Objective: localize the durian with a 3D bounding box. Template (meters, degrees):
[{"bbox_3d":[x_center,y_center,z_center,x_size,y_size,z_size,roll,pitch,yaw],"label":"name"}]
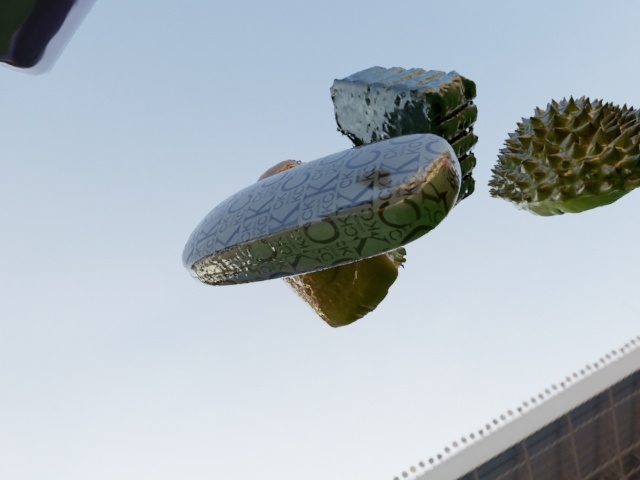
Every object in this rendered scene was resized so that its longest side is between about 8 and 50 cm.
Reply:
[{"bbox_3d":[0.247,-0.079,0.445,0.146,0.208,0.102,-36,-64,-59],"label":"durian"}]

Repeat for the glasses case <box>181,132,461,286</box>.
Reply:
[{"bbox_3d":[-0.017,-0.028,0.577,0.085,0.355,0.137,55,-140,-29],"label":"glasses case"}]

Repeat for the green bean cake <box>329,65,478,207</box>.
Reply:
[{"bbox_3d":[0.122,-0.153,0.755,0.107,0.209,0.193,-37,-49,-31],"label":"green bean cake"}]

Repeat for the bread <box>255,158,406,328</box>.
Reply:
[{"bbox_3d":[0.000,0.000,0.742,0.245,0.121,0.174,46,-63,2],"label":"bread"}]

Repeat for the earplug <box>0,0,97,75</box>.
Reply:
[{"bbox_3d":[-0.145,-0.346,0.324,0.456,0.215,0.215,-47,-51,8],"label":"earplug"}]
